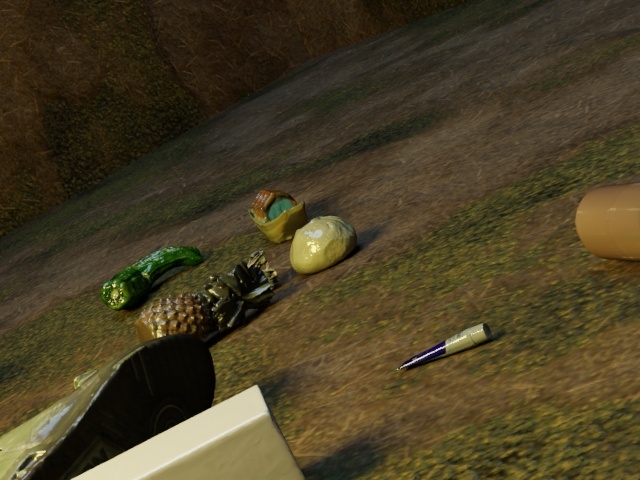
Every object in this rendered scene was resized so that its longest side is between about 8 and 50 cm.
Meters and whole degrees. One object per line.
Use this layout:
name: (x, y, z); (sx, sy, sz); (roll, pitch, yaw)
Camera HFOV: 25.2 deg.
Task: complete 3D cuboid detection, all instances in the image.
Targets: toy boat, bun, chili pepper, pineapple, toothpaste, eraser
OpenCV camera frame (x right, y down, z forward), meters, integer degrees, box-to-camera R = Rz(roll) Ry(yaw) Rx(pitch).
toy boat: (-0.055, -0.036, 1.905); (0.065, 0.066, 0.172); (-26, 12, -14)
bun: (0.000, 0.000, 1.650); (0.086, 0.055, 0.086); (-25, 11, 5)
chili pepper: (-0.242, 0.052, 1.964); (0.073, 0.050, 0.182); (-26, 7, 41)
pineapple: (-0.123, 0.075, 1.558); (0.159, 0.074, 0.074); (-28, 11, -24)
toothpaste: (0.099, 0.088, 1.157); (0.083, 0.015, 0.024); (-25, 3, 29)
eraser: (-0.156, 0.210, 1.016); (0.298, 0.076, 0.078); (-27, 12, -3)

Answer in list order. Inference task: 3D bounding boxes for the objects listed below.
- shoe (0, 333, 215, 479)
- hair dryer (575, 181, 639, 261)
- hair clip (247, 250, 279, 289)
shoe: (-0.217, 0.176, 1.200); (0.149, 0.109, 0.293); (-10, 23, 37)
hair dryer: (0.306, -0.036, 1.161); (0.181, 0.064, 0.117); (-22, 8, -19)
hair clip: (-0.130, 0.070, 1.649); (0.172, 0.049, 0.116); (-30, 7, -5)
